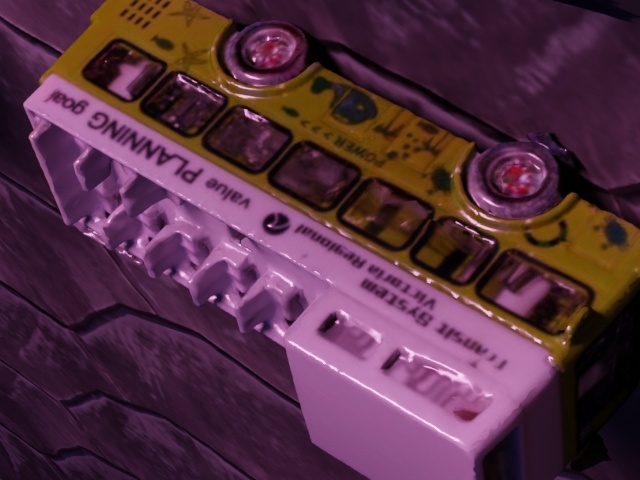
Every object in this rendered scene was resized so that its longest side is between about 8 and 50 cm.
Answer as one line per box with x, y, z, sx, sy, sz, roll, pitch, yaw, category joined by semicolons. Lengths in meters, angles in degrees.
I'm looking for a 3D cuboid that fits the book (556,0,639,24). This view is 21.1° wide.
0.111;-0.053;0.395;0.322;0.018;0.228;16;-175;7;book

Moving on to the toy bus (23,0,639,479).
0.000;0.000;0.772;0.301;0.139;0.113;30;153;27;toy bus
